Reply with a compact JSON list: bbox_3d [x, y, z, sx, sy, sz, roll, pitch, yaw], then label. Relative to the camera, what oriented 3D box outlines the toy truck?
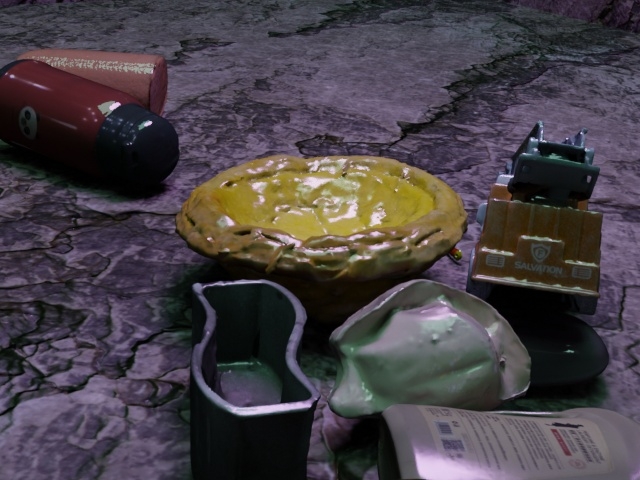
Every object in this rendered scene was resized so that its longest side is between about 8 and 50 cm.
[{"bbox_3d":[0.239,-0.022,1.050,0.132,0.185,0.338,8,2,10],"label":"toy truck"}]

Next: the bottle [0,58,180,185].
[{"bbox_3d":[-0.356,-0.170,1.434,0.336,0.144,0.144,23,30,33],"label":"bottle"}]

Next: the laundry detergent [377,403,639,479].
[{"bbox_3d":[0.177,0.187,0.739,0.253,0.091,0.181,1,17,-5],"label":"laundry detergent"}]

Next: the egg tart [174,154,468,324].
[{"bbox_3d":[0.000,0.000,1.092,0.345,0.133,0.345,4,22,-2],"label":"egg tart"}]

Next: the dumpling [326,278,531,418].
[{"bbox_3d":[0.095,0.103,0.856,0.199,0.136,0.118,-8,-5,-21],"label":"dumpling"}]

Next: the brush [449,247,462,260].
[{"bbox_3d":[0.170,0.006,1.248,0.021,0.019,0.083,4,20,-24],"label":"brush"}]

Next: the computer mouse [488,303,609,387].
[{"bbox_3d":[0.175,0.106,0.969,0.232,0.057,0.120,5,20,-4],"label":"computer mouse"}]

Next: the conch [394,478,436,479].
[{"bbox_3d":[0.056,0.239,0.571,0.181,0.124,0.187,4,46,-26],"label":"conch"}]

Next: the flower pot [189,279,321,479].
[{"bbox_3d":[-0.061,0.128,0.818,0.103,0.108,0.229,1,24,-8],"label":"flower pot"}]

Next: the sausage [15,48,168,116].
[{"bbox_3d":[-0.409,-0.281,1.699,0.252,0.123,0.123,6,23,3],"label":"sausage"}]
